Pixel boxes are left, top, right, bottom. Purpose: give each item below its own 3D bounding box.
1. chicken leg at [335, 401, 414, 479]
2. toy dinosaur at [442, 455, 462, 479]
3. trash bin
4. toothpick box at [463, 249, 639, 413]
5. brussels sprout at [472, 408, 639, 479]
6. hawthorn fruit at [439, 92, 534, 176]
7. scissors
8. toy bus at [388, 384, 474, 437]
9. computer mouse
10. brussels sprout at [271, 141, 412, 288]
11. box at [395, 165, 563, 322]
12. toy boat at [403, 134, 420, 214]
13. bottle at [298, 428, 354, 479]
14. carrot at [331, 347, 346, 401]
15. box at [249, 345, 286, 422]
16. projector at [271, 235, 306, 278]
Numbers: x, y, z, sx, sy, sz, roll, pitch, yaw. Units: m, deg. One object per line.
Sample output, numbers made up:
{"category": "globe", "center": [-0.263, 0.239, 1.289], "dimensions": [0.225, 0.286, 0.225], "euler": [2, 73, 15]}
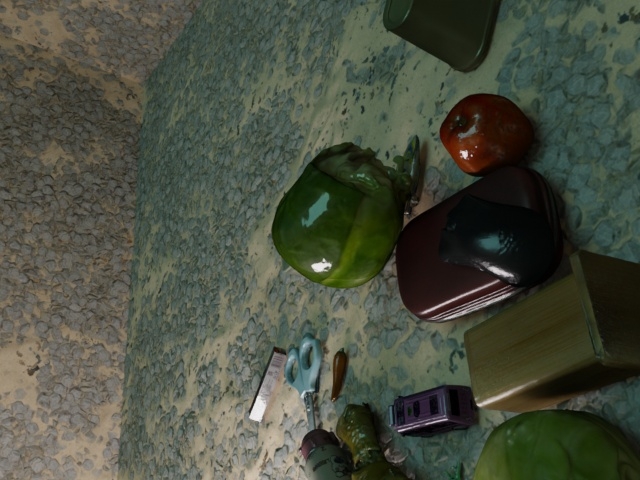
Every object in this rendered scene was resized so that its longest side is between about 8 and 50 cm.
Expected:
{"category": "chicken leg", "center": [0.111, 0.519, 1.527], "dimensions": [0.201, 0.152, 0.429], "euler": [-49, 32, 22]}
{"category": "toy dinosaur", "center": [0.273, 0.479, 1.407], "dimensions": [0.062, 0.021, 0.083], "euler": [54, 126, 42]}
{"category": "trash bin", "center": [0.279, -0.541, 1.607], "dimensions": [0.121, 0.247, 0.244], "euler": [10, 84, 56]}
{"category": "toothpick box", "center": [0.405, 0.175, 1.196], "dimensions": [0.308, 0.190, 0.188], "euler": [-42, 45, 47]}
{"category": "brussels sprout", "center": [0.373, 0.403, 1.092], "dimensions": [0.328, 0.246, 0.328], "euler": [179, 90, -68]}
{"category": "hawthorn fruit", "center": [0.337, -0.216, 1.453], "dimensions": [0.189, 0.189, 0.189], "euler": [-28, 55, 49]}
{"category": "scissors", "center": [-0.028, 0.426, 1.880], "dimensions": [0.191, 0.029, 0.361], "euler": [-48, 43, 42]}
{"category": "toy bus", "center": [0.226, 0.351, 1.457], "dimensions": [0.178, 0.098, 0.087], "euler": [-32, 52, 47]}
{"category": "computer mouse", "center": [0.306, -0.009, 1.304], "dimensions": [0.264, 0.088, 0.147], "euler": [19, 91, 58]}
{"category": "brussels sprout", "center": [0.047, -0.058, 1.565], "dimensions": [0.371, 0.275, 0.315], "euler": [-66, -1, -58]}
{"category": "box", "center": [0.314, 0.015, 1.451], "dimensions": [0.404, 0.108, 0.263], "euler": [-31, 52, 47]}
{"category": "toy boat", "center": [0.211, -0.156, 1.719], "dimensions": [0.084, 0.066, 0.210], "euler": [6, 82, 56]}
{"category": "bottle", "center": [0.024, 0.551, 1.672], "dimensions": [0.110, 0.109, 0.233], "euler": [-60, 35, 22]}
{"category": "carrot", "center": [0.044, 0.342, 1.800], "dimensions": [0.035, 0.035, 0.142], "euler": [6, 87, 57]}
{"category": "box", "center": [-0.154, 0.416, 2.044], "dimensions": [0.055, 0.039, 0.218], "euler": [-115, 45, -75]}
{"category": "projector", "center": [0.000, 0.000, 1.812], "dimensions": [0.163, 0.242, 0.177], "euler": [-42, 44, 37]}
